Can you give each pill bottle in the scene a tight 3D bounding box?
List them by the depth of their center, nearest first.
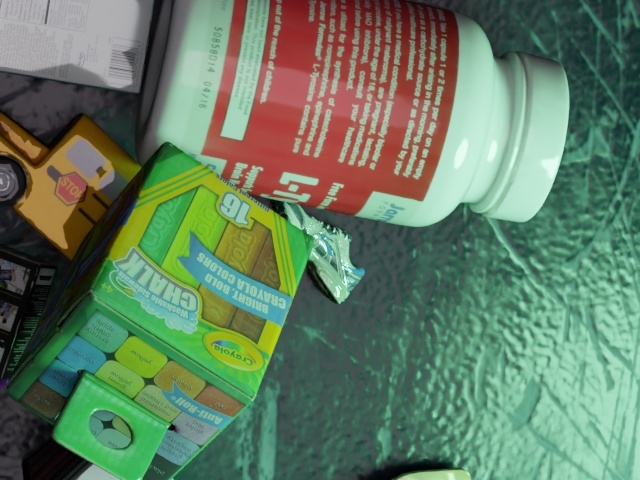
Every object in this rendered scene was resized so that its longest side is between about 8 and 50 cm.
[{"bbox_3d":[0.031,-0.141,1.735,0.407,0.229,0.229,11,94,-11],"label":"pill bottle"}]

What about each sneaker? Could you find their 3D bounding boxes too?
[{"bbox_3d":[0.000,0.000,1.842,0.058,0.052,0.135,-38,109,-15],"label":"sneaker"}]

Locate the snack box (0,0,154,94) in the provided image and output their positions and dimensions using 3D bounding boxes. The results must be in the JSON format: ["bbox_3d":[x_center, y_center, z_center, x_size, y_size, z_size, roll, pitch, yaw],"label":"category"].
[{"bbox_3d":[-0.253,-0.323,1.748,0.187,0.060,0.322,9,94,-12],"label":"snack box"}]

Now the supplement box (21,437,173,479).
[{"bbox_3d":[-0.229,0.233,1.722,0.130,0.239,0.073,-43,103,-3],"label":"supplement box"}]

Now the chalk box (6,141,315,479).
[{"bbox_3d":[-0.153,0.088,1.566,0.180,0.289,0.179,33,131,-13],"label":"chalk box"}]

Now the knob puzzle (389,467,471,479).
[{"bbox_3d":[0.111,0.337,1.902,0.213,0.030,0.213,-2,98,-13],"label":"knob puzzle"}]

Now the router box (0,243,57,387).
[{"bbox_3d":[-0.371,0.058,1.737,0.178,0.046,0.133,20,93,17],"label":"router box"}]

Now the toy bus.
[{"bbox_3d":[-0.217,-0.018,1.764,0.332,0.108,0.130,43,88,-12],"label":"toy bus"}]
